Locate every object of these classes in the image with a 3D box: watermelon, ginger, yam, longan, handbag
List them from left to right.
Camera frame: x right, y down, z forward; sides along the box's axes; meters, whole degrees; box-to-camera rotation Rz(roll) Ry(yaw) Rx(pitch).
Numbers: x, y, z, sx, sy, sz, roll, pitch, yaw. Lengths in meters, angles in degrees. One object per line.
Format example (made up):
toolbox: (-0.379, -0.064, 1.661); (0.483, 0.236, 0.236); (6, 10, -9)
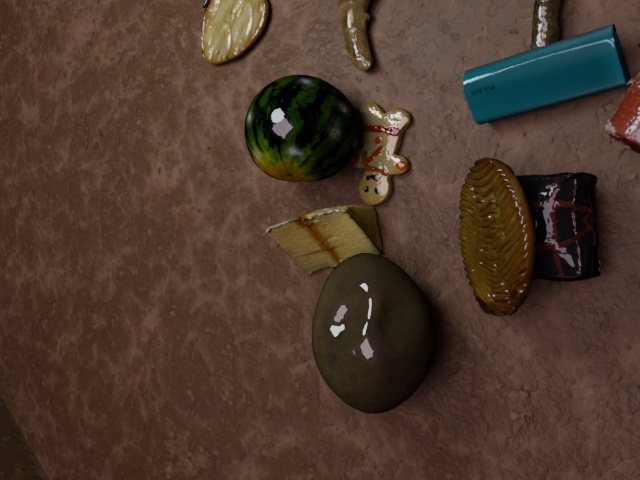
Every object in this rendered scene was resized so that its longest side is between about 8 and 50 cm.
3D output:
watermelon: (-0.048, -0.254, 1.686); (0.269, 0.269, 0.268); (3, 95, 34)
ginger: (0.093, -0.538, 1.683); (0.131, 0.086, 0.294); (-1, 101, 25)
longan: (0.115, 0.201, 1.612); (0.289, 0.288, 0.349); (-13, 76, 34)
yam: (0.457, -0.501, 1.448); (0.061, 0.061, 0.252); (10, 98, 33)
handbag: (0.451, -0.027, 1.424); (0.169, 0.155, 0.215); (-5, 89, 45)

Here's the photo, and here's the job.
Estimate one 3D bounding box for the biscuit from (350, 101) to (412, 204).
biscuit: (0.138, -0.197, 1.703); (0.153, 0.030, 0.234); (17, 102, 34)

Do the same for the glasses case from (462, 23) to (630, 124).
glasses case: (0.436, -0.317, 1.443); (0.301, 0.070, 0.117); (-11, 120, 36)

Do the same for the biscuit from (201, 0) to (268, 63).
biscuit: (-0.232, -0.574, 1.920); (0.203, 0.041, 0.260); (49, 118, 18)

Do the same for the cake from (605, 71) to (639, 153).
cake: (0.642, -0.184, 1.277); (0.283, 0.177, 0.150); (37, 113, 25)

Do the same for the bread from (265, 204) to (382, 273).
bread: (0.000, 0.000, 1.721); (0.240, 0.178, 0.135); (-14, 84, 32)

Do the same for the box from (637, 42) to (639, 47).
box: (0.643, -0.388, 1.285); (0.151, 0.151, 0.135); (30, 119, 29)

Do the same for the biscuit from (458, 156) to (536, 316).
biscuit: (0.338, -0.006, 1.452); (0.040, 0.318, 0.317); (-5, 90, -11)
